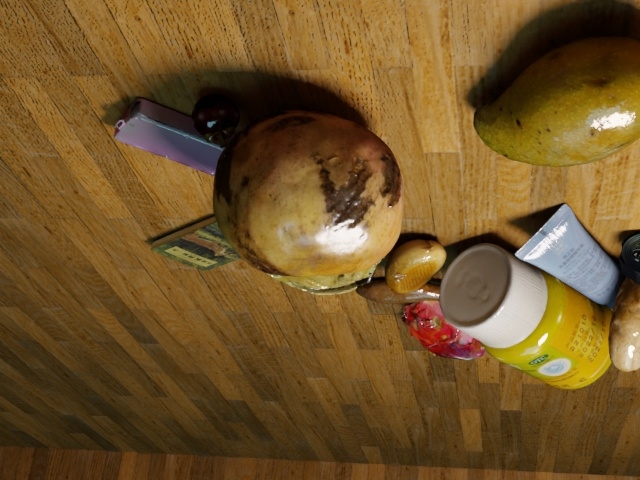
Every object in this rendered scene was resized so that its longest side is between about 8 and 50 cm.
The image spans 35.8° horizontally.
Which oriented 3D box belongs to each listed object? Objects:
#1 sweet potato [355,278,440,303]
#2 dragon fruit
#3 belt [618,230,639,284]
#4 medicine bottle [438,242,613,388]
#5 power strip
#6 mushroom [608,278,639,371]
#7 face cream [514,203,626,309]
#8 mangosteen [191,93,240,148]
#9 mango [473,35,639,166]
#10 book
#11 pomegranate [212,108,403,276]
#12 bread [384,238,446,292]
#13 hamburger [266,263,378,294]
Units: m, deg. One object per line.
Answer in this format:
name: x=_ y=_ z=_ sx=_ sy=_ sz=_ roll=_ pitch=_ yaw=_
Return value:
sweet potato: x=0.197 y=0.115 z=2.220 sx=0.255 sy=0.058 sz=0.078 roll=3 pitch=151 yaw=14
dragon fruit: x=0.300 y=0.199 z=2.294 sx=0.274 sy=0.126 sz=0.161 roll=-7 pitch=152 yaw=22
belt: x=0.647 y=0.032 z=1.913 sx=0.140 sy=0.105 sz=0.058 roll=-9 pitch=151 yaw=7
medicine bottle: x=0.438 y=0.160 z=2.077 sx=0.224 sy=0.224 sz=0.384 roll=-19 pitch=144 yaw=41
power strip: x=-0.227 y=-0.171 z=1.751 sx=0.279 sy=0.037 sz=0.109 roll=20 pitch=150 yaw=-25
mushroom: x=0.662 y=0.121 z=1.975 sx=0.156 sy=0.286 sz=0.151 roll=21 pitch=146 yaw=52
face cream: x=0.536 y=0.054 z=1.998 sx=0.135 sy=0.086 sz=0.385 roll=-47 pitch=133 yaw=12
mangosteen: x=-0.175 y=-0.202 z=1.635 sx=0.081 sy=0.081 sz=0.081 roll=5 pitch=154 yaw=2
mango: x=0.366 y=-0.189 z=1.464 sx=0.176 sy=0.175 sz=0.329 roll=55 pitch=144 yaw=2
book: x=-0.236 y=0.010 z=2.138 sx=0.228 sy=0.024 sz=0.160 roll=-20 pitch=147 yaw=40
pomegranate: x=-0.019 y=-0.076 z=1.633 sx=0.322 sy=0.322 sz=0.322 roll=5 pitch=154 yaw=2
bread: x=0.194 y=0.047 z=2.070 sx=0.114 sy=0.077 sz=0.189 roll=-7 pitch=158 yaw=-21
hamburger: x=0.002 y=0.000 z=1.953 sx=0.265 sy=0.134 sz=0.285 roll=26 pitch=141 yaw=-30
